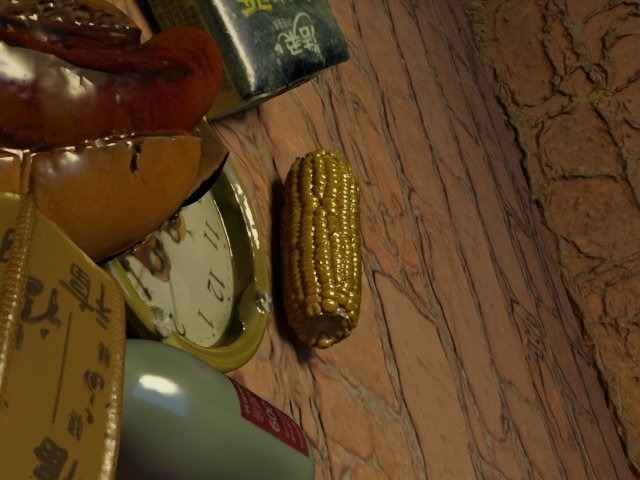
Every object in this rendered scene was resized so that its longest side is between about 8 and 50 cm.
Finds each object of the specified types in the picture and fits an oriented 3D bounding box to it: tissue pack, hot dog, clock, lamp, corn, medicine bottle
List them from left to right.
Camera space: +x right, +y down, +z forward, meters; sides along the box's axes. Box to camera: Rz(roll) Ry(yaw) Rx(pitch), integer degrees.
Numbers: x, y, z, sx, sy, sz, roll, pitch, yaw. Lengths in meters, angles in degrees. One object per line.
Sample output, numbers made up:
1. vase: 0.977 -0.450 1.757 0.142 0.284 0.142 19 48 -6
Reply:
1. lamp: -0.150 0.075 0.388 0.161 0.161 0.185 49 24 -40
2. hot dog: -0.139 -0.080 0.563 0.194 0.107 0.326 57 32 -9
3. clock: -0.116 -0.013 0.738 0.237 0.057 0.237 51 25 -36
4. medicine bottle: -0.092 0.104 0.599 0.217 0.090 0.090 43 29 -47
5. tissue pack: -0.089 -0.256 0.998 0.185 0.081 0.257 -32 99 -52
6. corn: 0.000 0.000 0.997 0.080 0.080 0.238 52 26 -34
